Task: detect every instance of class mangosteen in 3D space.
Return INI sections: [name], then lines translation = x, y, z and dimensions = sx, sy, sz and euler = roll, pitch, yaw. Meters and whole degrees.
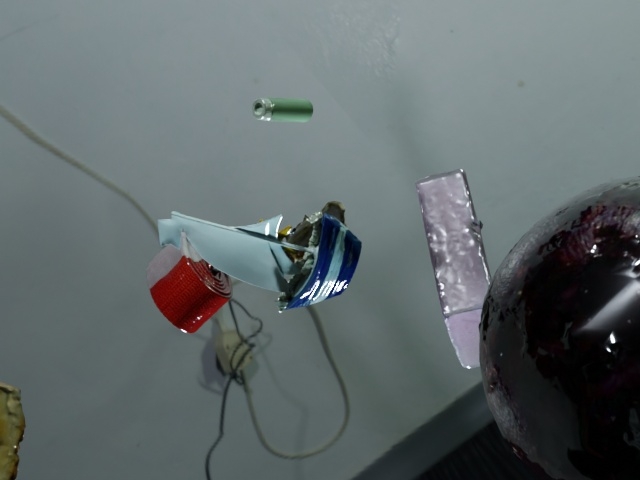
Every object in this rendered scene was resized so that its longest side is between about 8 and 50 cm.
[mangosteen]
translation = 0.217, 0.076, 0.508
dimensions = 0.211, 0.211, 0.250
euler = -48, 139, 11

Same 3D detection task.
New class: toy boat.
[toy boat]
translation = -0.097, 0.020, 1.182
dimensions = 0.291, 0.067, 0.220
euler = 11, 138, -10

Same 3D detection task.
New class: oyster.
[oyster]
translation = -0.009, -0.001, 1.448
dimensions = 0.148, 0.051, 0.103
euler = -27, 99, 8

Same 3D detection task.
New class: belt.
[belt]
translation = -0.232, 0.067, 1.484
dimensions = 0.124, 0.201, 0.128
euler = -43, 120, 10

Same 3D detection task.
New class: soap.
[soap]
translation = 0.274, 0.060, 1.531
dimensions = 0.107, 0.296, 0.285
euler = -13, 148, 12

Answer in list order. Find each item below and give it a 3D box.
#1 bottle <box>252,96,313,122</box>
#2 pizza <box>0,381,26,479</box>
[bottle]
translation = -0.047, -0.162, 1.002
dimensions = 0.083, 0.030, 0.030
euler = -8, 124, -47
[pizza]
translation = -0.464, 0.388, 0.968
dimensions = 0.130, 0.406, 0.440
euler = 11, 144, -32
